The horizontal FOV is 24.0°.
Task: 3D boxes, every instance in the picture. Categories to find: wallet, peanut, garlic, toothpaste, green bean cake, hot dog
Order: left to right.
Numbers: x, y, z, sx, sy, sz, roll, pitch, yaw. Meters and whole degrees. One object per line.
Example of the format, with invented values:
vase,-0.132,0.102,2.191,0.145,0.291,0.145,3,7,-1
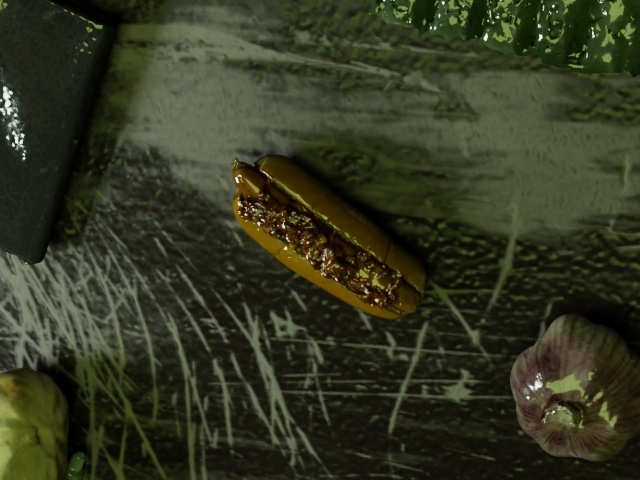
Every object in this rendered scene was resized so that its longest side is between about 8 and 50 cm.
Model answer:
peanut,-0.384,0.295,1.791,0.148,0.147,0.319,25,116,4
wallet,-0.335,-0.136,1.631,0.170,0.044,0.321,26,122,5
toothpaste,-0.331,0.328,1.858,0.048,0.029,0.197,34,122,5
hot dog,0.000,0.000,1.574,0.249,0.076,0.102,38,123,-4
green bean cake,0.179,-0.249,1.307,0.255,0.241,0.132,16,120,9
garlic,0.268,0.161,1.554,0.147,0.102,0.159,14,118,9
